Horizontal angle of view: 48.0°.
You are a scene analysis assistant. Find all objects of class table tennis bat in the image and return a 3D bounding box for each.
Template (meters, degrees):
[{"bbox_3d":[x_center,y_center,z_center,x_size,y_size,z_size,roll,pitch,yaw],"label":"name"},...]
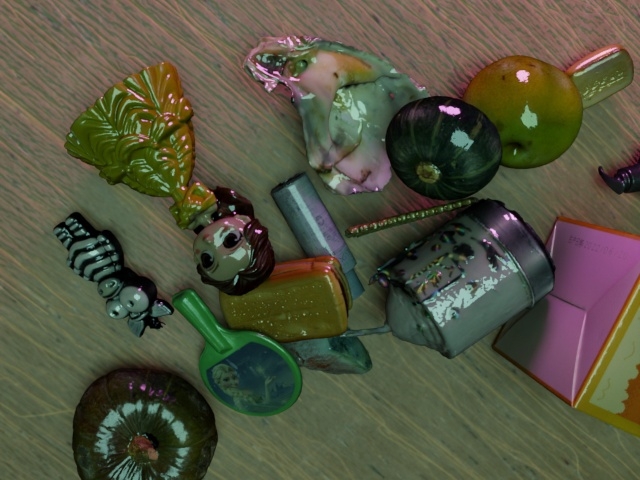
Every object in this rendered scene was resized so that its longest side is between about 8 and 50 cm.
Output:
[{"bbox_3d":[-0.135,0.174,1.104,0.160,0.039,0.257,-30,107,25],"label":"table tennis bat"}]

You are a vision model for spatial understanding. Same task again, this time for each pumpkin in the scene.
[{"bbox_3d":[0.176,-0.131,1.027,0.167,0.167,0.125,56,47,-12],"label":"pumpkin"},{"bbox_3d":[-0.260,0.302,1.073,0.219,0.162,0.218,-1,94,-11],"label":"pumpkin"}]

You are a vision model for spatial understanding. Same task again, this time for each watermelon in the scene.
[{"bbox_3d":[0.009,0.173,1.156,0.180,0.081,0.094,25,119,-7],"label":"watermelon"}]

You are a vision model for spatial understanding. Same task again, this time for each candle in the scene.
[{"bbox_3d":[0.185,0.082,1.099,0.330,0.187,0.187,-33,102,-5],"label":"candle"}]

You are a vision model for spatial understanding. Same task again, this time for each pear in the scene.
[{"bbox_3d":[0.311,-0.214,1.102,0.180,0.166,0.216,19,63,0],"label":"pear"}]

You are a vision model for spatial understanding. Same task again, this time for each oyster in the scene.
[{"bbox_3d":[0.036,-0.193,1.078,0.275,0.100,0.271,-23,103,-25],"label":"oyster"}]

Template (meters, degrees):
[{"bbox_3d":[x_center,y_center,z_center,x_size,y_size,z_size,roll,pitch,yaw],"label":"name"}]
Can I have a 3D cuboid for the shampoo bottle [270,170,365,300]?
[{"bbox_3d":[0.000,0.000,1.118,0.072,0.072,0.214,-31,102,-4],"label":"shampoo bottle"}]

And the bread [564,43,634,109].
[{"bbox_3d":[0.441,-0.266,1.157,0.115,0.056,0.082,-31,121,8],"label":"bread"}]

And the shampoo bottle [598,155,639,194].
[{"bbox_3d":[0.606,-0.121,1.184,0.284,0.101,0.101,-12,100,-8],"label":"shampoo bottle"}]

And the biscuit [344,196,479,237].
[{"bbox_3d":[0.127,-0.032,1.096,0.203,0.144,0.016,-15,88,-9],"label":"biscuit"}]

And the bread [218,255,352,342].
[{"bbox_3d":[-0.052,0.093,1.093,0.201,0.077,0.115,-11,117,21],"label":"bread"}]

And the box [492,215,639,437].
[{"bbox_3d":[0.456,0.133,1.103,0.214,0.283,0.259,24,94,-11],"label":"box"}]

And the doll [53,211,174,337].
[{"bbox_3d":[-0.310,0.055,1.072,0.091,0.067,0.219,-33,105,23],"label":"doll"}]

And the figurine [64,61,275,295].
[{"bbox_3d":[-0.181,-0.061,0.990,0.187,0.168,0.315,-38,87,-12],"label":"figurine"}]
